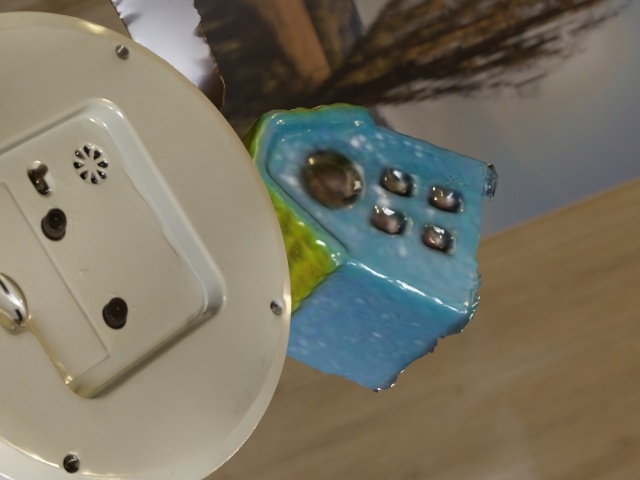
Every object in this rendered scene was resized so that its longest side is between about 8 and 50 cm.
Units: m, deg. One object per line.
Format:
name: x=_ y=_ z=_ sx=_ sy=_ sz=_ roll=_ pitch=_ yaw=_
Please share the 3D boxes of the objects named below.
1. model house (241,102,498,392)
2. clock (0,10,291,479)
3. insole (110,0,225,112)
model house: x=0.000 y=0.000 z=1.453 sx=0.237 sy=0.303 sz=0.215 roll=132 pitch=-27 yaw=-53
clock: x=-0.121 y=0.012 z=0.641 sx=0.230 sy=0.083 sz=0.230 roll=17 pitch=62 yaw=-34
insole: x=-0.197 y=-0.291 z=1.684 sx=0.007 sy=0.111 sz=0.327 roll=-133 pitch=-158 yaw=-77
